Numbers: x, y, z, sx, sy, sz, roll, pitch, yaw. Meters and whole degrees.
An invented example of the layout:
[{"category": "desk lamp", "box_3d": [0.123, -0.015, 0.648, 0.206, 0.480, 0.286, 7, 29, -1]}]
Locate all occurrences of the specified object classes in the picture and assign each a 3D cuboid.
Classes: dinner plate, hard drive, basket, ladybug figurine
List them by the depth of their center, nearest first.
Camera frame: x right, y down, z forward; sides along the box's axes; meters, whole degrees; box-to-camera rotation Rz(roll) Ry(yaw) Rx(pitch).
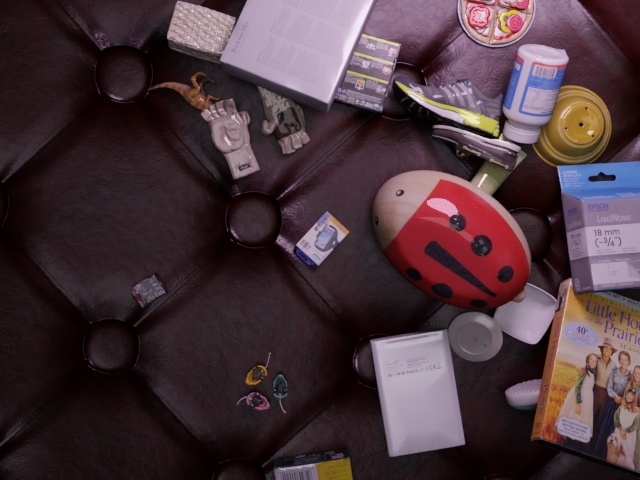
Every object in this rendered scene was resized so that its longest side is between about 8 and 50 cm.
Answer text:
[{"category": "ladybug figurine", "box_3d": [0.320, 0.017, 1.838, 0.449, 0.162, 0.305, 34, 116, 0]}, {"category": "basket", "box_3d": [-0.292, -0.516, 1.863, 0.167, 0.103, 0.113, 16, 92, -1]}, {"category": "dinner plate", "box_3d": [0.399, 0.252, 1.935, 0.141, 0.017, 0.141, 6, 111, 15]}, {"category": "hard drive", "box_3d": [0.254, 0.396, 1.955, 0.203, 0.040, 0.307, -9, 94, 0]}]

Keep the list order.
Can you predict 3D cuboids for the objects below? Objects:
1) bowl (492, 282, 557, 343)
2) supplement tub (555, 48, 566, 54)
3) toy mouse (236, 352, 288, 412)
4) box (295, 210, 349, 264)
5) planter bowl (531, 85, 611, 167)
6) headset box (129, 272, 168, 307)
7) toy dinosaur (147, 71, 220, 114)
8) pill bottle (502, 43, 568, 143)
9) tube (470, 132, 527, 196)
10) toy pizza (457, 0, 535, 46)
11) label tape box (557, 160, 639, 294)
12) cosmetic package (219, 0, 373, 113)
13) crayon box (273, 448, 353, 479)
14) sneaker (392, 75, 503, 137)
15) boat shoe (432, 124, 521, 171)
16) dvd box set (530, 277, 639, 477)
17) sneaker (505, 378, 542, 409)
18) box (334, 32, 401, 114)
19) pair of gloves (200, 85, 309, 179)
[{"category": "bowl", "box_3d": [0.526, 0.183, 1.941, 0.142, 0.053, 0.142, 28, 93, -2]}, {"category": "supplement tub", "box_3d": [0.561, -0.452, 1.897, 0.107, 0.071, 0.071, 1, 93, -2]}, {"category": "toy mouse", "box_3d": [-0.138, 0.395, 1.953, 0.161, 0.031, 0.143, -44, 93, 2]}, {"category": "box", "box_3d": [0.000, 0.000, 1.935, 0.081, 0.028, 0.136, 42, 90, -3]}, {"category": "planter bowl", "box_3d": [0.648, -0.291, 1.898, 0.217, 0.090, 0.217, 0, 93, 0]}, {"category": "headset box", "box_3d": [-0.447, 0.131, 1.933, 0.083, 0.032, 0.062, -32, 93, 2]}, {"category": "toy dinosaur", "box_3d": [-0.325, -0.374, 1.891, 0.211, 0.064, 0.112, 33, 93, -2]}, {"category": "pill bottle", "box_3d": [0.520, -0.358, 1.841, 0.124, 0.124, 0.221, 8, 123, -1]}, {"category": "tube", "box_3d": [0.430, -0.153, 1.922, 0.062, 0.070, 0.240, 36, 89, 33]}, {"category": "toy pizza", "box_3d": [0.451, -0.596, 1.906, 0.201, 0.032, 0.201, 0, 93, -1]}, {"category": "label tape box", "box_3d": [0.741, -0.043, 1.859, 0.241, 0.106, 0.333, -4, 82, -9]}, {"category": "cosmetic package", "box_3d": [-0.039, -0.539, 1.831, 0.284, 0.097, 0.377, 23, 83, 2]}, {"category": "crayon box", "box_3d": [-0.002, 0.720, 1.949, 0.202, 0.081, 0.318, -7, 93, 0]}, {"category": "sneaker", "box_3d": [0.324, -0.358, 1.891, 0.300, 0.111, 0.121, 20, 86, -9]}, {"category": "boat shoe", "box_3d": [0.382, -0.233, 1.875, 0.228, 0.081, 0.068, 19, 97, 17]}, {"category": "dvd box set", "box_3d": [0.706, 0.335, 1.843, 0.308, 0.062, 0.420, 20, 68, -4]}, {"category": "sneaker", "box_3d": [0.660, 0.432, 1.917, 0.366, 0.135, 0.150, -3, 88, -1]}, {"category": "box", "box_3d": [0.090, -0.435, 1.904, 0.191, 0.045, 0.184, 15, 91, -1]}, {"category": "pair of gloves", "box_3d": [-0.159, -0.291, 1.896, 0.240, 0.042, 0.204, -29, 102, -4]}]
